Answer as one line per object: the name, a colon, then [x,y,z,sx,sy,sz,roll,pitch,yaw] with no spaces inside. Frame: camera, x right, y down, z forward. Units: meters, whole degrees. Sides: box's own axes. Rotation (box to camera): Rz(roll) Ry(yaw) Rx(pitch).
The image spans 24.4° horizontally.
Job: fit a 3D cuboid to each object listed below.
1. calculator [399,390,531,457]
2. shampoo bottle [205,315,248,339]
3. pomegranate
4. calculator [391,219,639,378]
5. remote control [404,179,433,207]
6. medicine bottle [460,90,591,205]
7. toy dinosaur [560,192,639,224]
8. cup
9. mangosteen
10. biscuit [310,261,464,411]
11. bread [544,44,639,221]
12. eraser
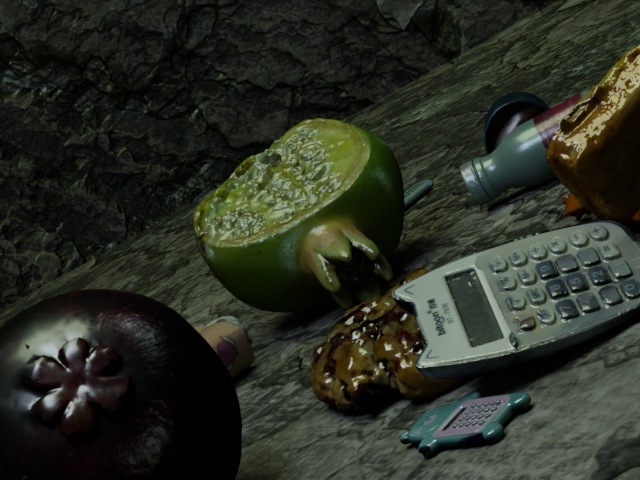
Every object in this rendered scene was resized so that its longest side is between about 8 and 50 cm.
calculator: [0.134,0.172,1.403,0.094,0.019,0.141,-42,16,-36]
shampoo bottle: [-0.139,0.147,2.179,0.077,0.045,0.152,-32,12,-11]
pomegranate: [0.000,0.000,2.106,0.310,0.216,0.358,-32,41,-7]
calculator: [0.212,0.054,1.487,0.268,0.040,0.177,-20,35,5]
remote control: [0.137,-0.064,2.468,0.124,0.018,0.053,-38,12,-34]
medicine bottle: [0.308,-0.127,2.102,0.217,0.090,0.090,-28,11,16]
toy dinosaur: [0.387,-0.069,1.630,0.208,0.097,0.432,-41,9,-4]
cup: [0.317,-0.156,2.231,0.113,0.150,0.138,-63,1,14]
mangosteen: [-0.238,0.215,1.563,0.307,0.307,0.347,-35,-19,-21]
biscuit: [0.115,0.089,1.674,0.289,0.081,0.334,-31,10,-10]
bread: [0.350,-0.153,1.554,0.271,0.139,0.077,-51,32,-8]
eraser: [-0.235,0.217,2.001,0.290,0.087,0.171,-37,11,-33]
